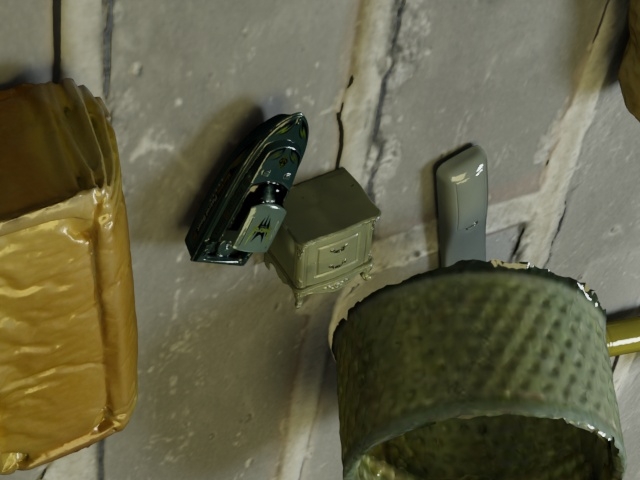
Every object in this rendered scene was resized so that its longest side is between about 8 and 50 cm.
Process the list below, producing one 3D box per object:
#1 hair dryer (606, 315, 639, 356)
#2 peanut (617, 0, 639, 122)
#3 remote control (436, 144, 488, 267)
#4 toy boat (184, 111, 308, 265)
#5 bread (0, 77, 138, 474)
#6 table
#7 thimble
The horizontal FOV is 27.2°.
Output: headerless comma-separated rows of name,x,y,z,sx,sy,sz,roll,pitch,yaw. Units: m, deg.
hair dryer,0.392,0.115,1.568,0.278,0.090,0.135,-6,137,-29
peanut,0.311,-0.186,1.124,0.229,0.098,0.103,86,21,-52
remote control,0.134,-0.014,1.221,0.050,0.027,0.184,-28,145,-13
toy boat,-0.049,-0.040,1.002,0.055,0.060,0.141,7,123,-44
bread,-0.197,0.037,0.901,0.152,0.119,0.288,-20,141,-20
table,0.000,0.000,1.086,0.079,0.062,0.083,-21,142,-22
thimble,0.144,0.152,1.221,0.270,0.150,0.271,-1,145,-1
